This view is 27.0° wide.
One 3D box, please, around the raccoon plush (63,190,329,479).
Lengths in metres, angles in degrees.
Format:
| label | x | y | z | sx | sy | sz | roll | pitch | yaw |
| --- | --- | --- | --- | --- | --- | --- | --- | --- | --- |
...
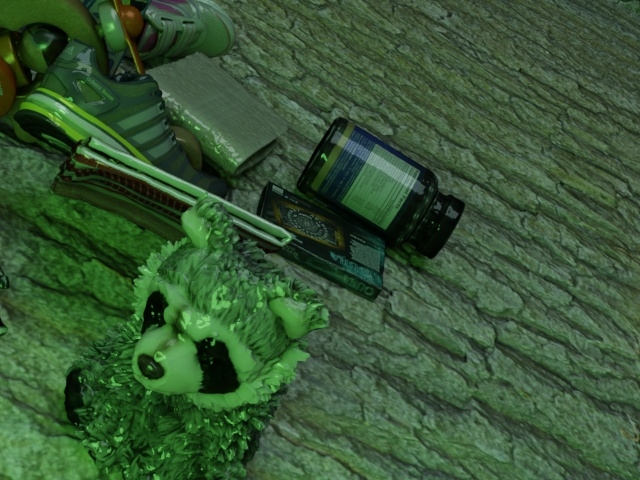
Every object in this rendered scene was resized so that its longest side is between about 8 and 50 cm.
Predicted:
| label | x | y | z | sx | sy | sz | roll | pitch | yaw |
| --- | --- | --- | --- | --- | --- | --- | --- | --- | --- |
| raccoon plush | -0.087 | 0.054 | 1.339 | 0.216 | 0.299 | 0.446 | 30 | 29 | -5 |

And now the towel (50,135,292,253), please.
| label | x | y | z | sx | sy | sz | roll | pitch | yaw |
| --- | --- | --- | --- | --- | --- | --- | --- | --- | --- |
| towel | -0.173 | -0.034 | 1.463 | 0.237 | 0.037 | 0.329 | 25 | -9 | -12 |

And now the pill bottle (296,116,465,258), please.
| label | x | y | z | sx | sy | sz | roll | pitch | yaw |
| --- | --- | --- | --- | --- | --- | --- | --- | --- | --- |
| pill bottle | 0.086 | -0.069 | 1.873 | 0.219 | 0.123 | 0.123 | 31 | 29 | -4 |

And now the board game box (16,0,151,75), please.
| label | x | y | z | sx | sy | sz | roll | pitch | yaw |
| --- | --- | --- | --- | --- | --- | --- | --- | --- | --- |
| board game box | -0.359 | -0.377 | 1.717 | 0.308 | 0.302 | 0.086 | 16 | 33 | -29 |

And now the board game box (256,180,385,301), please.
| label | x | y | z | sx | sy | sz | roll | pitch | yaw |
| --- | --- | --- | --- | --- | --- | --- | --- | --- | --- |
| board game box | 0.000 | 0.000 | 1.783 | 0.186 | 0.026 | 0.126 | 27 | 30 | -11 |

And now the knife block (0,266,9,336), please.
| label | x | y | z | sx | sy | sz | roll | pitch | yaw |
| --- | --- | --- | --- | --- | --- | --- | --- | --- | --- |
| knife block | -0.401 | 0.037 | 1.301 | 0.088 | 0.242 | 0.275 | 6 | -6 | -41 |

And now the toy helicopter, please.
| label | x | y | z | sx | sy | sz | roll | pitch | yaw |
| --- | --- | --- | --- | --- | --- | --- | --- | --- | --- |
| toy helicopter | -0.269 | -0.190 | 1.620 | 0.355 | 0.235 | 0.140 | 39 | 18 | -31 |

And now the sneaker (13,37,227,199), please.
| label | x | y | z | sx | sy | sz | roll | pitch | yaw |
| --- | --- | --- | --- | --- | --- | --- | --- | --- | --- |
| sneaker | -0.205 | -0.123 | 1.535 | 0.111 | 0.121 | 0.300 | 17 | -11 | 42 |

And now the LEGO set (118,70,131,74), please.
| label | x | y | z | sx | sy | sz | roll | pitch | yaw |
| --- | --- | --- | --- | --- | --- | --- | --- | --- | --- |
| LEGO set | -0.248 | -0.210 | 1.867 | 0.054 | 0.023 | 0.083 | -2 | 31 | -49 |

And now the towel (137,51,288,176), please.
| label | x | y | z | sx | sy | sz | roll | pitch | yaw |
| --- | --- | --- | --- | --- | --- | --- | --- | --- | --- |
| towel | -0.148 | -0.178 | 1.838 | 0.187 | 0.049 | 0.282 | 38 | 18 | 2 |

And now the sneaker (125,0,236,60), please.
| label | x | y | z | sx | sy | sz | roll | pitch | yaw |
| --- | --- | --- | --- | --- | --- | --- | --- | --- | --- |
| sneaker | -0.240 | -0.305 | 1.944 | 0.252 | 0.103 | 0.111 | 8 | 38 | -24 |
